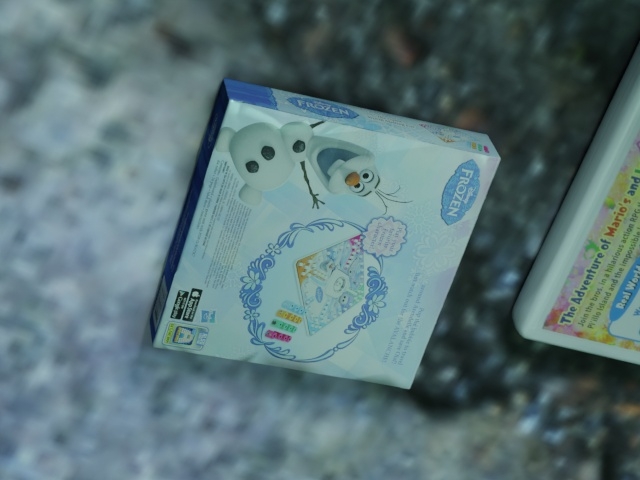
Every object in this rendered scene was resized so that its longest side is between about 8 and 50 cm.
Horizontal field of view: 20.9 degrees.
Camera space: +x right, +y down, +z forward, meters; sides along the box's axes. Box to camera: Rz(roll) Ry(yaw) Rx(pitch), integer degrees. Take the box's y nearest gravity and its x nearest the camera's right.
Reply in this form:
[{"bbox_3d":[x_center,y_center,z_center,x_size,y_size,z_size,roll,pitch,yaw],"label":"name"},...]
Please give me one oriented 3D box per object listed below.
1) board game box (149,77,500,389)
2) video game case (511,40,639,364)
[{"bbox_3d":[0.000,0.000,0.552,0.090,0.020,0.090,12,116,-17],"label":"board game box"},{"bbox_3d":[0.157,-0.020,0.573,0.143,0.019,0.157,14,117,-18],"label":"video game case"}]
